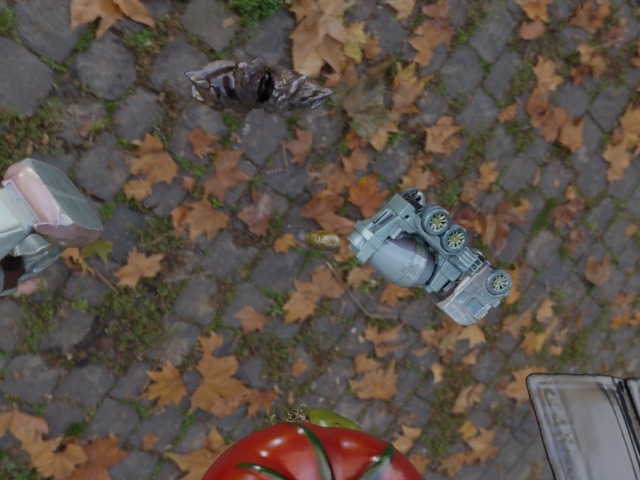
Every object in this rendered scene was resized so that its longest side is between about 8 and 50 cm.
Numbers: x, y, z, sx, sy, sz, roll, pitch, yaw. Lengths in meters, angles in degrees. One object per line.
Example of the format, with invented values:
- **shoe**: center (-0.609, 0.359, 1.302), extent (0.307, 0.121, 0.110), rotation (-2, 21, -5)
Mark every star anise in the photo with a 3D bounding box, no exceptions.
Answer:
- **star anise**: center (-0.107, -0.221, 1.102), extent (0.197, 0.212, 0.073), rotation (6, 91, -39)

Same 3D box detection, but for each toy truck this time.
- **toy truck**: center (0.165, 0.031, 1.161), extent (0.140, 0.108, 0.256), rotation (-47, 117, 4)

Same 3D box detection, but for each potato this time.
- **potato**: center (0.000, 0.000, 1.601), extent (0.046, 0.092, 0.045), rotation (2, 92, -47)

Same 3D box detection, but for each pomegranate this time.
- **pomegranate**: center (0.000, 0.385, 1.373), extent (0.198, 0.198, 0.246), rotation (-14, 134, -23)

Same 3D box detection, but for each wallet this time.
- **wallet**: center (0.443, 0.304, 1.053), extent (0.323, 0.247, 0.041), rotation (7, 145, -21)

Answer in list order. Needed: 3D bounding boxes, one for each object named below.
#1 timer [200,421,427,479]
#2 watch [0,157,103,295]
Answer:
- **timer**: center (-0.001, 0.419, 0.973), extent (0.378, 0.378, 0.279), rotation (2, 121, -30)
- **watch**: center (-0.520, -0.007, 1.300), extent (0.241, 0.253, 0.162), rotation (-35, 84, 1)
